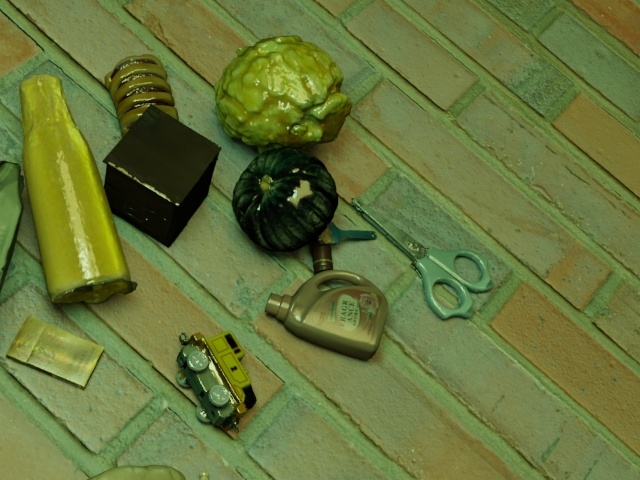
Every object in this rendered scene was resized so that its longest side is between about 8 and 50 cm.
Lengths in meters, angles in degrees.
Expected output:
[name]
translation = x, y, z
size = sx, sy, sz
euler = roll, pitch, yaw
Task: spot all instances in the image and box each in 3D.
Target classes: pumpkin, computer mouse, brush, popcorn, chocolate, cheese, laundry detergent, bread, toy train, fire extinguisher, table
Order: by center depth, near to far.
[cheese]
translation = -0.333, 0.452, 1.609
size = 0.235, 0.218, 0.117
euler = -25, 67, -4
[computer mouse]
translation = -0.630, 0.045, 1.724
size = 0.145, 0.228, 0.429
euler = 14, 57, -13
[toy train]
translation = -0.189, 0.257, 1.824
size = 0.127, 0.089, 0.219
euler = -21, 69, -36
[chocolate]
translation = -0.476, -0.099, 1.843
size = 0.162, 0.162, 0.446
euler = -11, 77, -22
[table]
translation = -0.322, -0.118, 1.922
size = 0.169, 0.193, 0.172
euler = 32, 59, 1
[laundry detergent]
translation = 0.016, 0.130, 1.960
size = 0.237, 0.076, 0.171
euler = 20, 58, -3
[pumpkin]
translation = -0.073, -0.082, 1.974
size = 0.162, 0.220, 0.221
euler = 39, 45, -47
[fire extinguisher]
translation = 0.000, 0.000, 2.041
size = 0.064, 0.043, 0.158
euler = 19, 54, -41
[popcorn]
translation = -0.089, -0.301, 2.051
size = 0.282, 0.282, 0.247
euler = -13, 79, -22
[brush]
translation = 0.057, -0.013, 2.053
size = 0.164, 0.014, 0.051
euler = 3, 65, -38
[bread]
translation = -0.375, -0.298, 2.067
size = 0.134, 0.081, 0.225
euler = -12, 67, -20

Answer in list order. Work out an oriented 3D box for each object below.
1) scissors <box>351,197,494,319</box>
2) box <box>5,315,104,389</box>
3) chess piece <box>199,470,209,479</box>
[scissors]
translation = 0.207, 0.022, 2.098
size = 0.360, 0.029, 0.191
euler = 38, 58, 6
[box]
translation = -0.490, 0.207, 1.797
size = 0.156, 0.022, 0.089
euler = 25, 58, -2
[chess piece]
translation = -0.209, 0.459, 1.742
size = 0.035, 0.035, 0.092
euler = 5, 58, -14
